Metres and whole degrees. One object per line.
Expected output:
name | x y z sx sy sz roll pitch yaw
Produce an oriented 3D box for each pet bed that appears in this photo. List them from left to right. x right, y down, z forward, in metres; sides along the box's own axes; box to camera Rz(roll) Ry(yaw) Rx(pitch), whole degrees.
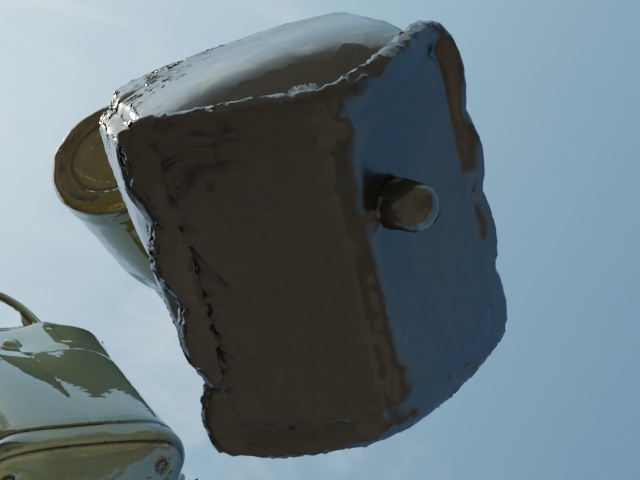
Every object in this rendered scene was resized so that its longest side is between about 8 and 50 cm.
pet bed | 0.000 0.000 0.506 0.183 0.159 0.210 -21 -64 -14

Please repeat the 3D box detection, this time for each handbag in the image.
handbag | -0.276 0.140 0.857 0.315 0.241 0.109 34 -71 45

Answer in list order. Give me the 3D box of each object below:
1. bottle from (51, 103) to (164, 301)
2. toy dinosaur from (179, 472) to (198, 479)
bottle | -0.209 -0.018 1.284 0.172 0.351 0.171 -8 -123 12
toy dinosaur | -0.220 0.424 1.359 0.177 0.152 0.194 -12 -120 40
